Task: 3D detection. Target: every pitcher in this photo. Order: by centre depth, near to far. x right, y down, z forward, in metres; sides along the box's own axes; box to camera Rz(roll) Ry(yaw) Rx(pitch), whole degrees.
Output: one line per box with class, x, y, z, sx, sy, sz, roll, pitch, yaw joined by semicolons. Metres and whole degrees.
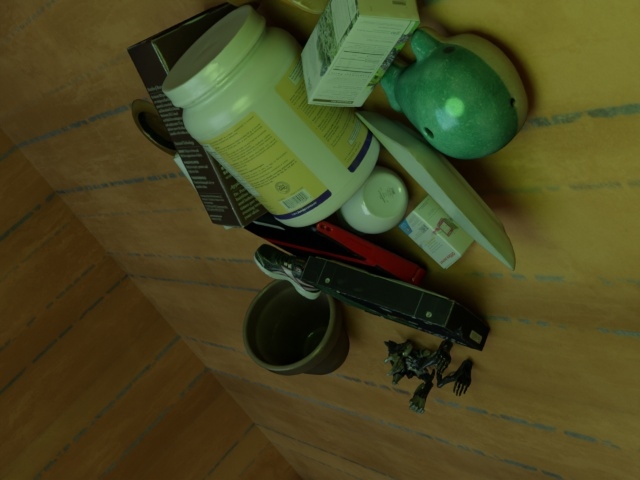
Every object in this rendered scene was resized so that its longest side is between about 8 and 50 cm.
pitcher;0.076;-0.096;1.673;0.177;0.125;0.207;59;167;-4

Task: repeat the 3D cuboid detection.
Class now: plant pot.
plant pot;-0.035;0.249;2.294;0.263;0.263;0.229;26;168;36

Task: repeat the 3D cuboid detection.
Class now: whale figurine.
whale figurine;0.168;-0.205;1.294;0.272;0.141;0.216;21;148;49

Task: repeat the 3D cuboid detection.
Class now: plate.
plate;0.192;-0.096;1.424;0.277;0.045;0.278;45;-176;-25

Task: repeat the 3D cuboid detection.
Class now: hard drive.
hard drive;0.155;0.127;1.813;0.339;0.064;0.237;16;170;33

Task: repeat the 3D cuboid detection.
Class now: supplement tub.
supplement tub;-0.082;-0.210;1.517;0.331;0.241;0.241;45;158;-25

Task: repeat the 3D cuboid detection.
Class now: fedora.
fedora;-0.359;-0.281;2.103;0.194;0.079;0.194;29;152;17

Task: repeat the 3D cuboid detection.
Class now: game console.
game console;0.000;0.000;1.850;0.342;0.060;0.386;30;168;-38

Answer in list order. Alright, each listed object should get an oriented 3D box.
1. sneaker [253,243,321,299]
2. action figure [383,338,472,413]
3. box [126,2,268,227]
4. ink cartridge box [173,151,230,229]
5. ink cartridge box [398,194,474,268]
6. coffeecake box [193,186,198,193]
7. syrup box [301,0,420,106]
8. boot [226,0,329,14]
sneaker;-0.061;0.056;1.988;0.178;0.072;0.077;29;143;-8
action figure;0.224;0.307;2.068;0.164;0.141;0.276;48;153;-12
box;-0.184;-0.233;1.675;0.143;0.191;0.381;9;127;56
ink cartridge box;-0.200;-0.150;1.975;0.154;0.093;0.212;-21;119;30
ink cartridge box;0.217;-0.014;1.646;0.122;0.052;0.088;44;157;3
coffeecake box;-0.241;-0.143;2.157;0.185;0.068;0.142;13;141;50
syrup box;0.053;-0.298;1.314;0.237;0.096;0.093;128;138;-61
boot;-0.094;-0.426;1.428;0.295;0.104;0.211;42;164;8
